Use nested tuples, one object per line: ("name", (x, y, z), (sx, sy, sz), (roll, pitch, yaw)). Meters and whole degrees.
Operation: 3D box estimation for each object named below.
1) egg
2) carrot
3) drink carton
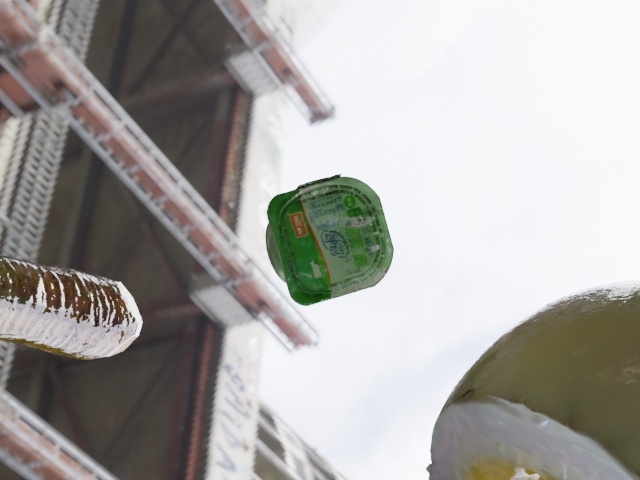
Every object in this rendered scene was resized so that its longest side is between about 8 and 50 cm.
("egg", (0.336, 0.196, 1.354), (0.354, 0.354, 0.340), (18, -134, 42))
("carrot", (-0.137, 0.027, 0.575), (0.042, 0.170, 0.042), (-5, -100, 26))
("drink carton", (0.000, 0.000, 1.697), (0.144, 0.146, 0.142), (-16, 180, -13))
